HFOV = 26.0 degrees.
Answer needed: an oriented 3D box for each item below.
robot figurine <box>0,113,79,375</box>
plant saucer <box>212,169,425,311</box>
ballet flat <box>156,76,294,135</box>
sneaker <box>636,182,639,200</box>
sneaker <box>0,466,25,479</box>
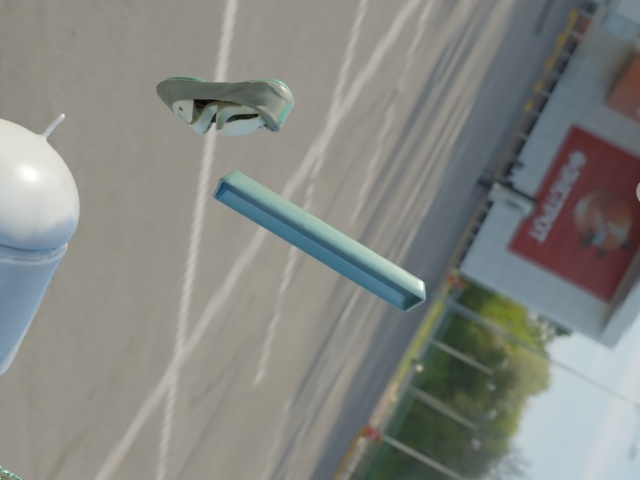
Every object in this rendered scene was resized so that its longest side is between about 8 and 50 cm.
[{"bbox_3d":[-0.385,0.014,1.489,0.353,0.200,0.300,-61,168,20],"label":"robot figurine"},{"bbox_3d":[0.000,0.000,1.142,0.018,0.192,0.067,-59,-177,-15],"label":"plant saucer"},{"bbox_3d":[-0.128,-0.161,1.690,0.072,0.213,0.068,43,60,-47],"label":"ballet flat"},{"bbox_3d":[0.547,-0.133,1.938,0.240,0.091,0.126,-33,-160,22],"label":"sneaker"},{"bbox_3d":[-0.321,0.248,1.365,0.076,0.166,0.065,-22,148,-13],"label":"sneaker"}]
